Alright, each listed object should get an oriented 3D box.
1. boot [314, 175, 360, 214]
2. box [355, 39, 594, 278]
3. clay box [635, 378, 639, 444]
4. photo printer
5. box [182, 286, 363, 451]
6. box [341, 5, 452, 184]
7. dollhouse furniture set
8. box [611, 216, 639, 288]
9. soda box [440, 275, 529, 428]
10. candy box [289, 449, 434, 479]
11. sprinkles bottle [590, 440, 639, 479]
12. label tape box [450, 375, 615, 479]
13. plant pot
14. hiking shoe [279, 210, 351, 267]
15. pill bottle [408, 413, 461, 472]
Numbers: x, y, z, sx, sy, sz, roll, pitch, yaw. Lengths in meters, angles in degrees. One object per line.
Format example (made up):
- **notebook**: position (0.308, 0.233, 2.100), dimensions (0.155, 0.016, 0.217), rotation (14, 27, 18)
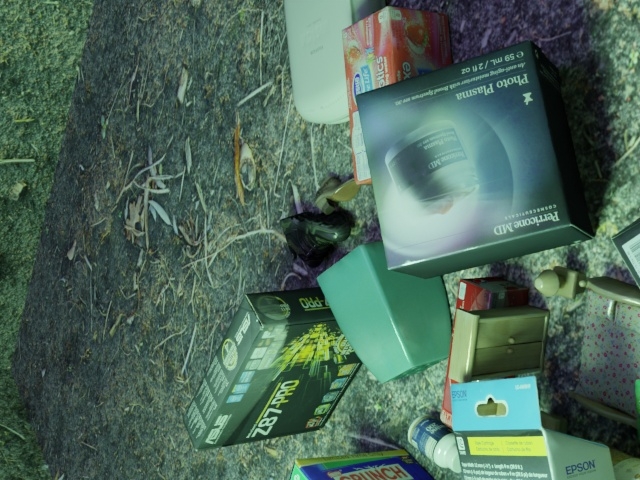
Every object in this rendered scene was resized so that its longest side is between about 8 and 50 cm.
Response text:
- **boot**: position (0.032, -0.109, 2.123), dimensions (0.118, 0.042, 0.087), rotation (-41, 33, 18)
- **box**: position (0.241, -0.117, 1.593), dimensions (0.296, 0.183, 0.294), rotation (-15, 78, 24)
- **clay box**: position (0.527, 0.269, 1.370), dimensions (0.222, 0.053, 0.127), rotation (30, 137, 52)
- **photo printer**: position (0.034, -0.394, 2.048), dimensions (0.256, 0.107, 0.307), rotation (-13, 80, 56)
- **box**: position (-0.069, 0.254, 2.044), dimensions (0.097, 0.318, 0.395), rotation (60, 136, 35)
- **box**: position (0.146, -0.257, 1.858), dimensions (0.154, 0.142, 0.300), rotation (-13, 80, 55)
- **dollhouse furniture set**: position (0.374, 0.212, 1.520), dimensions (0.355, 0.174, 0.303), rotation (21, 109, 54)
- **box**: position (0.519, 0.065, 1.301), dimensions (0.163, 0.142, 0.247), rotation (-40, 57, 29)
- **soda box**: position (0.278, 0.198, 1.730), dimensions (0.083, 0.092, 0.263), rotation (23, 110, 52)
- **candy box**: position (0.124, 0.518, 1.815), dimensions (0.317, 0.268, 0.122), rotation (39, 119, 48)
- **sprinkles bottle**: position (0.476, 0.376, 1.372), dimensions (0.355, 0.121, 0.121), rotation (-167, 78, -65)
- **label tape box**: position (0.313, 0.366, 1.458), dimensions (0.249, 0.115, 0.347), rotation (154, 109, -65)
- **plant pot**: position (0.137, 0.133, 1.885), dimensions (0.165, 0.166, 0.234), rotation (-38, 69, 50)
- **hiking shoe**: position (0.000, 0.000, 2.158), dimensions (0.227, 0.086, 0.114), rotation (7, 113, 59)
- **pill bottle**: position (0.219, 0.371, 1.846), dimensions (0.120, 0.067, 0.067), rotation (30, 116, 51)
